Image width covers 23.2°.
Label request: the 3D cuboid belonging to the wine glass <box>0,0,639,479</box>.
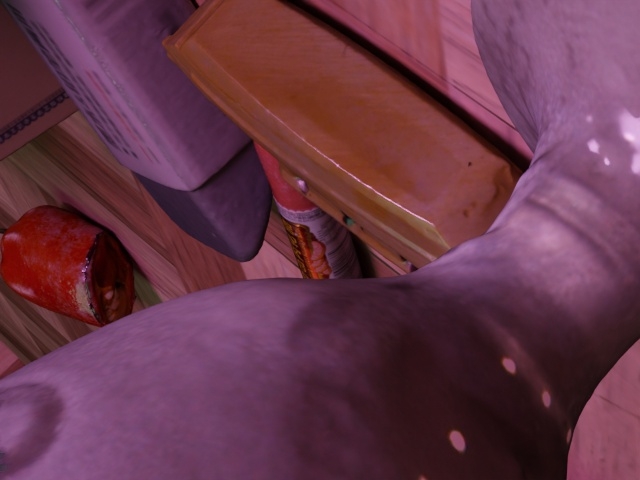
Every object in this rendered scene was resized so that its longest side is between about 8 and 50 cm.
[{"bbox_3d":[-0.003,0.079,0.413,0.190,0.357,0.190,44,165,15],"label":"wine glass"}]

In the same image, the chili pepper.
[{"bbox_3d":[-0.233,0.014,1.349,0.192,0.086,0.084,18,178,41],"label":"chili pepper"}]

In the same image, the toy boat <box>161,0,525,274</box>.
[{"bbox_3d":[0.012,-0.041,0.631,0.200,0.057,0.077,38,169,25],"label":"toy boat"}]

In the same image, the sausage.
[{"bbox_3d":[0.000,0.000,0.807,0.034,0.034,0.253,37,162,28],"label":"sausage"}]

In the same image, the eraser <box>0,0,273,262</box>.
[{"bbox_3d":[-0.121,-0.131,0.735,0.089,0.061,0.352,23,153,52],"label":"eraser"}]

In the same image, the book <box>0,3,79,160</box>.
[{"bbox_3d":[-0.232,-0.123,0.906,0.198,0.138,0.016,57,180,-37],"label":"book"}]
